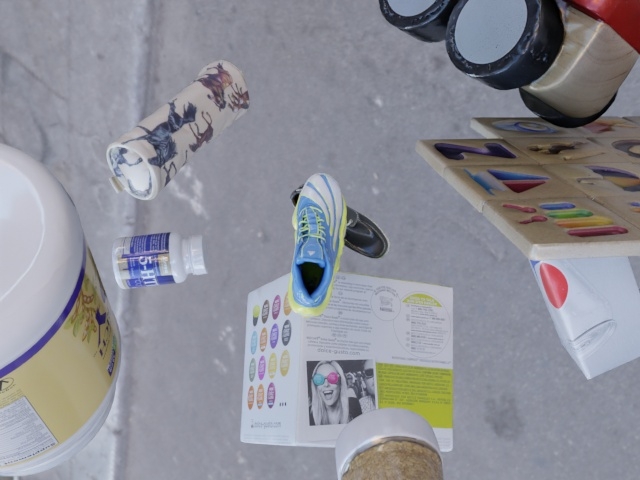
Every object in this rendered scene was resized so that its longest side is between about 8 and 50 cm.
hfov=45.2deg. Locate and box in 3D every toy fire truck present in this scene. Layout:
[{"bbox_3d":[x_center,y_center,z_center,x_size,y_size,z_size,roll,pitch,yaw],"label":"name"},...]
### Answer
[{"bbox_3d":[0.122,-0.224,0.440,0.217,0.158,0.246,46,112,37],"label":"toy fire truck"}]

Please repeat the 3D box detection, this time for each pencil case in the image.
[{"bbox_3d":[-0.347,-0.272,1.893,0.160,0.410,0.183,45,146,-7],"label":"pencil case"}]

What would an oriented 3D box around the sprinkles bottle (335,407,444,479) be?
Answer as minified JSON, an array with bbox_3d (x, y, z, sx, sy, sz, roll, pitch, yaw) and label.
[{"bbox_3d":[0.091,0.328,0.757,0.355,0.121,0.121,-100,10,-58],"label":"sprinkles bottle"}]

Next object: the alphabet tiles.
[{"bbox_3d":[0.240,-0.032,0.427,0.285,0.342,0.011,-116,26,-65],"label":"alphabet tiles"}]

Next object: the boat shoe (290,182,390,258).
[{"bbox_3d":[0.038,-0.035,1.593,0.233,0.079,0.084,37,109,10],"label":"boat shoe"}]

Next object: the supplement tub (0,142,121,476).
[{"bbox_3d":[-0.329,0.086,0.753,0.241,0.241,0.331,45,155,21],"label":"supplement tub"}]

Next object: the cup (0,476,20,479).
[{"bbox_3d":[-0.601,0.309,1.061,0.237,0.331,0.331,23,129,62],"label":"cup"}]

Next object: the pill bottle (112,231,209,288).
[{"bbox_3d":[-0.337,0.039,1.634,0.112,0.187,0.112,-7,-90,-90],"label":"pill bottle"}]

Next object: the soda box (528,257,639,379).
[{"bbox_3d":[0.304,0.019,0.920,0.091,0.098,0.286,-102,-14,-67],"label":"soda box"}]

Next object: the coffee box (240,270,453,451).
[{"bbox_3d":[0.048,0.257,1.596,0.337,0.338,0.334,152,123,-63],"label":"coffee box"}]

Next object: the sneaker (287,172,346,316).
[{"bbox_3d":[0.000,0.000,1.219,0.126,0.091,0.240,117,157,-79],"label":"sneaker"}]
